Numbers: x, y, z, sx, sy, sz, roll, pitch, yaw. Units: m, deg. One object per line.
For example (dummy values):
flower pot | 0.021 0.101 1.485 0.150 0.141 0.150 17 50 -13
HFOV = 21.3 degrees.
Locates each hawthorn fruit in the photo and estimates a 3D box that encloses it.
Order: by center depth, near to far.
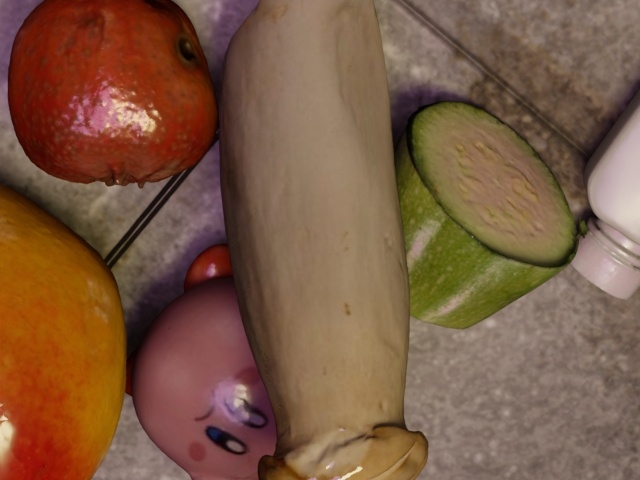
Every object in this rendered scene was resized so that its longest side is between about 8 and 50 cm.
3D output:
hawthorn fruit | -0.156 -0.182 1.312 0.165 0.165 0.285 4 99 3

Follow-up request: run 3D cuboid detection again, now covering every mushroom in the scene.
mushroom | -0.006 0.000 1.273 0.137 0.407 0.154 10 158 -37

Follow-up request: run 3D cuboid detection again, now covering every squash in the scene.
squash | 0.113 -0.011 1.342 0.170 0.170 0.123 31 122 -7

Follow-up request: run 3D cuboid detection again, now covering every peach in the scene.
peach | -0.289 0.091 1.324 0.289 0.308 0.289 -2 101 -11

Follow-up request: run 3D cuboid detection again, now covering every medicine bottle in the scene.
medicine bottle | 0.274 -0.043 1.360 0.119 0.069 0.183 31 107 -8

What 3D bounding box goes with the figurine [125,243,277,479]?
figurine | -0.071 0.116 1.386 0.173 0.173 0.173 1 109 4
